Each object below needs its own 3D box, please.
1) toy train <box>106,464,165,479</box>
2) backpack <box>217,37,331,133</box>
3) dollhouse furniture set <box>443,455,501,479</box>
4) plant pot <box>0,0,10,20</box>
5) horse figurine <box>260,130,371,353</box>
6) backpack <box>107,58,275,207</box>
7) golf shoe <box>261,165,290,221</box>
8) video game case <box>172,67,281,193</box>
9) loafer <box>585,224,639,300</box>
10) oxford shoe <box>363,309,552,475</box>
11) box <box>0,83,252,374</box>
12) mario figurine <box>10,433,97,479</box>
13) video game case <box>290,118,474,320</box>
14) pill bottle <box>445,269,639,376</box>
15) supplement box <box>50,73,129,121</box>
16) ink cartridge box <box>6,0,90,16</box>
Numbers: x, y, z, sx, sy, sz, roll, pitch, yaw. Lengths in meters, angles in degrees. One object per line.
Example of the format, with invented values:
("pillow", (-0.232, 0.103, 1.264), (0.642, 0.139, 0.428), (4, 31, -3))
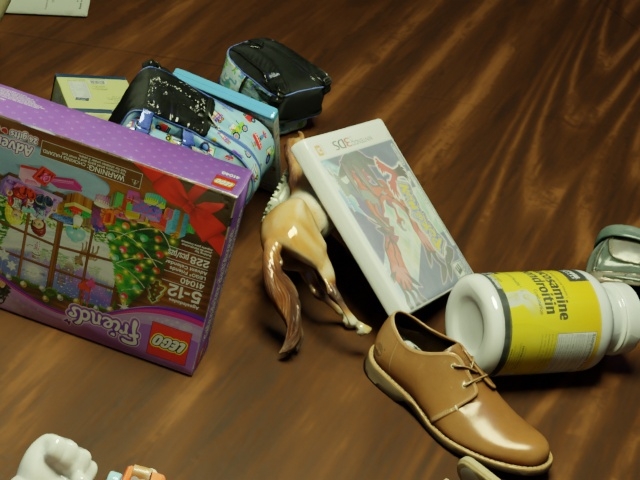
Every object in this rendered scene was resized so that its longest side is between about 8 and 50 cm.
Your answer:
("toy train", (-0.103, 0.229, 1.261), (0.166, 0.046, 0.125), (19, 33, 6))
("backpack", (-0.062, -0.180, 1.861), (0.114, 0.084, 0.105), (41, 39, 26))
("dollhouse furniture set", (0.090, 0.249, 1.252), (0.151, 0.144, 0.123), (-29, 47, -30))
("plant pot", (-0.470, -0.249, 1.661), (0.284, 0.284, 0.191), (11, 68, -8))
("horse figurine", (0.000, 0.000, 1.581), (0.174, 0.066, 0.263), (48, 35, -10))
("backpack", (-0.140, -0.075, 1.615), (0.173, 0.158, 0.117), (25, 40, -19))
("golf shoe", (0.007, -0.051, 1.718), (0.086, 0.069, 0.176), (34, 37, 16))
("video game case", (-0.098, -0.115, 1.689), (0.119, 0.166, 0.015), (24, 66, 11))
("loafer", (0.415, 0.067, 1.713), (0.267, 0.096, 0.084), (19, 52, 17))
("oxford shoe", (0.131, 0.141, 1.472), (0.212, 0.076, 0.076), (35, 35, 25))
("box", (-0.224, -0.015, 1.434), (0.293, 0.201, 0.057), (19, 32, 5))
("mario figurine", (-0.233, 0.222, 1.093), (0.320, 0.170, 0.198), (-2, 71, -14))
("video game case", (0.068, -0.026, 1.617), (0.201, 0.023, 0.183), (60, 29, 4))
("pill bottle", (0.225, 0.081, 1.575), (0.184, 0.103, 0.103), (-2, 37, -26))
("supplement box", (-0.249, -0.138, 1.742), (0.083, 0.056, 0.083), (0, 36, -23))
("ink cartridge box", (-0.401, -0.354, 1.974), (0.208, 0.087, 0.153), (0, 36, -25))
